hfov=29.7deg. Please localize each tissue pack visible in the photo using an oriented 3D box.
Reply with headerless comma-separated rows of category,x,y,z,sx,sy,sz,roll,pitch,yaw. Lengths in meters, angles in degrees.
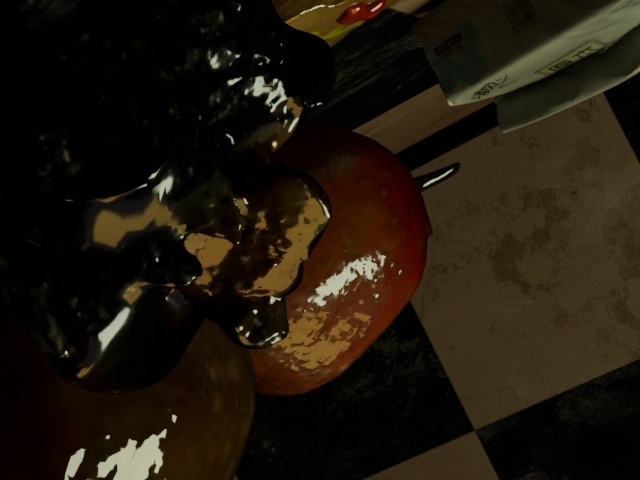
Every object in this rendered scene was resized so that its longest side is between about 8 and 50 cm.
tissue pack,0.230,-0.202,1.097,0.229,0.145,0.159,-28,177,40

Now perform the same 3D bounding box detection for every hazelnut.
hazelnut,-0.255,0.131,0.908,0.421,0.353,0.421,-9,-162,3

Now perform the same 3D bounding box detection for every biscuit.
biscuit,0.010,-0.167,0.890,0.158,0.035,0.240,-27,179,-41

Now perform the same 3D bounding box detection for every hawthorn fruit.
hawthorn fruit,0.000,0.000,1.355,0.369,0.285,0.285,-31,178,-11

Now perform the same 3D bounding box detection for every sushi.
sushi,-0.103,-0.025,0.642,0.215,0.212,0.227,-26,178,-31

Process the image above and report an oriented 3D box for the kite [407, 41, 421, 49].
kite,0.133,-0.222,1.281,0.090,0.004,0.122,-26,177,-2
